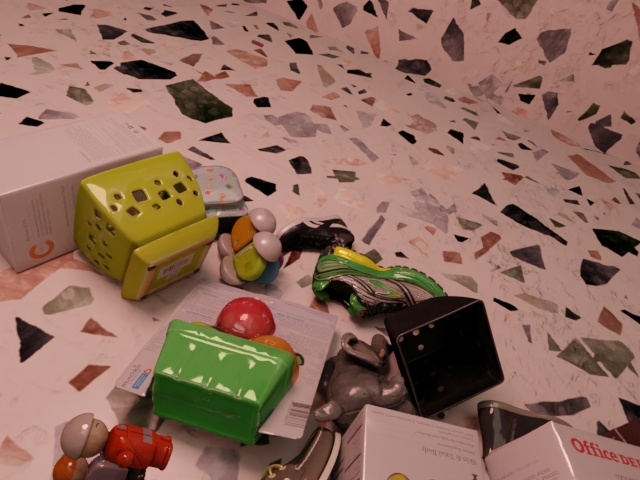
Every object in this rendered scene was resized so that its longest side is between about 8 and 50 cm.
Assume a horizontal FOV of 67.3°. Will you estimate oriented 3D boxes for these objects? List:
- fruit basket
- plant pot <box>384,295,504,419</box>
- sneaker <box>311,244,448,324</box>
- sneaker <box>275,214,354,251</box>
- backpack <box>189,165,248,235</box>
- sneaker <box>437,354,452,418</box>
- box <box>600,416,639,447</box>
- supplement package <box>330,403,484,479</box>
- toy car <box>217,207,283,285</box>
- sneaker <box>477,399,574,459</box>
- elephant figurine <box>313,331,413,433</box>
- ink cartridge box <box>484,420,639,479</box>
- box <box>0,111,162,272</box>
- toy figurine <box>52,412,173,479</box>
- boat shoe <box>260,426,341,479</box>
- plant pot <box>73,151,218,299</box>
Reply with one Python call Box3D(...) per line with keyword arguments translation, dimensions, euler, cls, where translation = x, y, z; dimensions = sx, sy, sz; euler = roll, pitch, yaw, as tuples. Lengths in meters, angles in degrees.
Box3D(translation=(-0.153, 0.212, 0.931), dimensions=(0.327, 0.165, 0.353), euler=(15, 23, 5), cls="fruit basket")
Box3D(translation=(0.234, 0.215, 0.995), dimensions=(0.188, 0.187, 0.167), euler=(-21, 14, -9), cls="plant pot")
Box3D(translation=(0.140, 0.138, 1.135), dimensions=(0.344, 0.134, 0.146), euler=(17, 48, 10), cls="sneaker")
Box3D(translation=(0.000, 0.000, 1.243), dimensions=(0.217, 0.079, 0.121), euler=(-15, 51, -34), cls="sneaker")
Box3D(translation=(-0.276, -0.110, 1.212), dimensions=(0.166, 0.144, 0.188), euler=(-8, 45, -20), cls="backpack")
Box3D(translation=(0.296, 0.320, 1.035), dimensions=(0.076, 0.057, 0.161), euler=(21, 39, 10), cls="sneaker")
Box3D(translation=(0.645, 0.451, 0.944), dimensions=(0.203, 0.168, 0.167), euler=(-6, 49, -27), cls="box")
Box3D(translation=(0.126, 0.437, 0.742), dimensions=(0.200, 0.198, 0.262), euler=(15, 42, -6), cls="supplement package")
Box3D(translation=(-0.148, 0.028, 1.134), dimensions=(0.136, 0.159, 0.181), euler=(36, 26, -41), cls="toy car")
Box3D(translation=(0.420, 0.415, 0.982), dimensions=(0.222, 0.083, 0.118), euler=(17, 57, -7), cls="sneaker")
Box3D(translation=(0.070, 0.264, 0.962), dimensions=(0.170, 0.186, 0.239), euler=(-26, 39, 2), cls="elephant figurine")
Box3D(translation=(0.437, 0.494, 0.694), dimensions=(0.279, 0.160, 0.384), euler=(22, 37, -22), cls="ink cartridge box")
Box3D(translation=(-0.547, -0.119, 1.064), dimensions=(0.168, 0.214, 0.345), euler=(39, 45, 21), cls="box")
Box3D(translation=(-0.312, 0.362, 0.647), dimensions=(0.148, 0.209, 0.212), euler=(23, 43, -22), cls="toy figurine")
Box3D(translation=(-0.066, 0.415, 0.762), dimensions=(0.091, 0.109, 0.305), euler=(33, 47, 8), cls="boat shoe")
Box3D(translation=(-0.359, -0.020, 1.018), dimensions=(0.228, 0.227, 0.207), euler=(-29, 76, -41), cls="plant pot")
